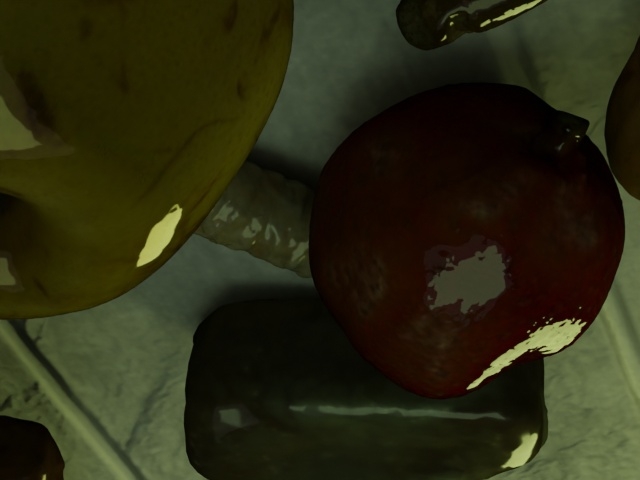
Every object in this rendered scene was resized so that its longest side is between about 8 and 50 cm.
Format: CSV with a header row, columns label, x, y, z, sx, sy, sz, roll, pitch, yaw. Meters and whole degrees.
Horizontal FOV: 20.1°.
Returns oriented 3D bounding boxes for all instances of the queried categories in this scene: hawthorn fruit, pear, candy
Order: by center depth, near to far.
label,x,y,z,sx,sy,sz,roll,pitch,yaw
pear,-0.145,-0.103,0.802,0.280,0.281,0.281,4,142,3
hawthorn fruit,0.081,-0.009,0.975,0.169,0.169,0.188,16,145,-12
candy,0.028,0.097,1.157,0.234,0.104,0.102,0,143,8

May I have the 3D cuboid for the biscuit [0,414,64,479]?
label,x,y,z,sx,sy,sz,roll,pitch,yaw
biscuit,-0.341,0.225,1.264,0.342,0.166,0.395,10,158,3

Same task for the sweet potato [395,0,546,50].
label,x,y,z,sx,sy,sz,roll,pitch,yaw
sweet potato,0.186,-0.175,0.786,0.346,0.108,0.079,-18,124,28

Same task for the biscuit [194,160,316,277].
label,x,y,z,sx,sy,sz,roll,pitch,yaw
biscuit,0.000,0.000,1.076,0.219,0.055,0.061,24,120,-19

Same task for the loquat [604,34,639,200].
label,x,y,z,sx,sy,sz,roll,pitch,yaw
loquat,0.209,-0.062,0.923,0.137,0.113,0.137,-3,144,-2
